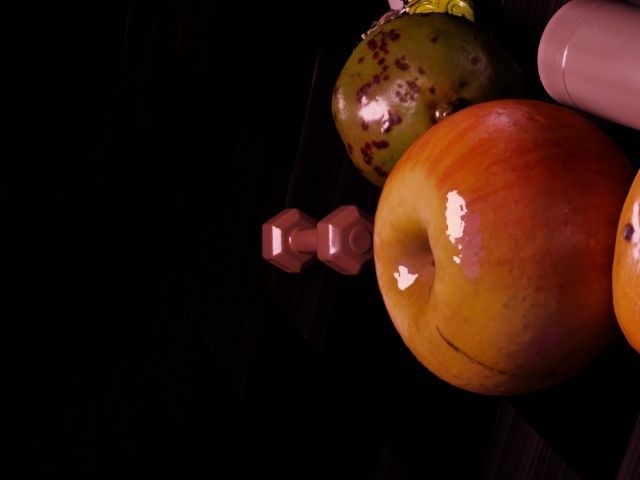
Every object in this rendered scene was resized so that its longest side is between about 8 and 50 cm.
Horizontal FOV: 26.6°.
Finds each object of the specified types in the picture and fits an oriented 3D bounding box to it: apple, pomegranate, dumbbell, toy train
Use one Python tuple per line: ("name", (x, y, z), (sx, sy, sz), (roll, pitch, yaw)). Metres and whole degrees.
("apple", (0.188, 0.007, 1.299), (0.286, 0.233, 0.285), (24, 117, 60))
("pomegranate", (0.118, -0.146, 1.490), (0.263, 0.211, 0.211), (-110, 23, -83))
("dumbbell", (0.000, 0.000, 1.828), (0.231, 0.092, 0.082), (-1, 62, 64))
("toy train", (0.115, -0.250, 1.604), (0.085, 0.053, 0.250), (49, 150, -7))

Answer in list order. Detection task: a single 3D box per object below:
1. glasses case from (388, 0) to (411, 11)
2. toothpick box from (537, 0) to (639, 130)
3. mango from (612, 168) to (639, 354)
("glasses case", (0.102, -0.366, 1.658), (0.076, 0.049, 0.197), (-33, 62, 59))
("toothpick box", (0.291, -0.156, 1.229), (0.181, 0.111, 0.111), (33, 119, 57))
("mango", (0.333, -0.010, 1.132), (0.157, 0.109, 0.262), (29, 111, 23))
